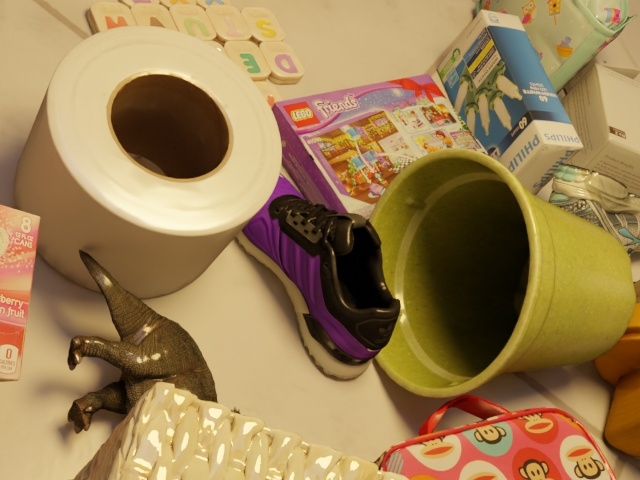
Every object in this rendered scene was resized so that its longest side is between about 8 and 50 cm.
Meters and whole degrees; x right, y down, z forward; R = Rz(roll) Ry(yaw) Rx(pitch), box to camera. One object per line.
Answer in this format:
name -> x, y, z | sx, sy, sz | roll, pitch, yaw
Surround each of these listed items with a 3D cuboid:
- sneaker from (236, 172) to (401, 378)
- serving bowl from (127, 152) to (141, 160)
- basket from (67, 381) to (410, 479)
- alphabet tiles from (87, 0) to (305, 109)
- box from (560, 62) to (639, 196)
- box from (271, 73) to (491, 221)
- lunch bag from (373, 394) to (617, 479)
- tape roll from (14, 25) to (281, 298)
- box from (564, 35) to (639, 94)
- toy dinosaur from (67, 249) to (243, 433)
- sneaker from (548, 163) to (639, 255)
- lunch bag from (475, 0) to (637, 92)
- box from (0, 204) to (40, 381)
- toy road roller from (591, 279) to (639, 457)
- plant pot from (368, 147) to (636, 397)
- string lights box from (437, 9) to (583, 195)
sneaker -> 0.001, 0.000, 1.096 | 0.102, 0.146, 0.293 | -19, 67, -39
serving bowl -> -0.245, -0.120, 1.132 | 0.083, 0.027, 0.083 | 15, 49, -18
basket -> -0.071, 0.337, 0.711 | 0.328, 0.266, 0.331 | 24, 49, -13
alphabet tiles -> -0.163, -0.268, 1.301 | 0.284, 0.021, 0.278 | -8, 60, -34
box -> 0.481, -0.154, 1.510 | 0.181, 0.119, 0.181 | 19, 48, -16
box -> 0.090, -0.119, 1.302 | 0.293, 0.057, 0.201 | -17, 66, -38
lunch bag -> 0.180, 0.284, 0.993 | 0.293, 0.120, 0.258 | -3, 57, -31
tape roll -> -0.184, -0.080, 1.013 | 0.246, 0.169, 0.246 | 12, 60, -23
box -> 0.468, -0.302, 1.640 | 0.102, 0.087, 0.101 | 0, 56, -29
toy dinosaur -> -0.156, 0.151, 0.933 | 0.160, 0.121, 0.313 | -10, 55, -49
sneaker -> 0.412, -0.019, 1.391 | 0.283, 0.122, 0.110 | 20, 6, -39
lunch bag -> 0.372, -0.340, 1.520 | 0.160, 0.223, 0.262 | 20, 48, -23
box -> -0.393, 0.021, 0.755 | 0.300, 0.142, 0.154 | 20, 68, -49
toy road roller -> 0.496, 0.181, 1.211 | 0.330, 0.202, 0.240 | 29, 61, -6
plant pot -> 0.226, 0.050, 1.130 | 0.254, 0.276, 0.276 | 10, 50, -38
string lights box -> 0.275, -0.199, 1.418 | 0.077, 0.133, 0.259 | 2, 54, -29
